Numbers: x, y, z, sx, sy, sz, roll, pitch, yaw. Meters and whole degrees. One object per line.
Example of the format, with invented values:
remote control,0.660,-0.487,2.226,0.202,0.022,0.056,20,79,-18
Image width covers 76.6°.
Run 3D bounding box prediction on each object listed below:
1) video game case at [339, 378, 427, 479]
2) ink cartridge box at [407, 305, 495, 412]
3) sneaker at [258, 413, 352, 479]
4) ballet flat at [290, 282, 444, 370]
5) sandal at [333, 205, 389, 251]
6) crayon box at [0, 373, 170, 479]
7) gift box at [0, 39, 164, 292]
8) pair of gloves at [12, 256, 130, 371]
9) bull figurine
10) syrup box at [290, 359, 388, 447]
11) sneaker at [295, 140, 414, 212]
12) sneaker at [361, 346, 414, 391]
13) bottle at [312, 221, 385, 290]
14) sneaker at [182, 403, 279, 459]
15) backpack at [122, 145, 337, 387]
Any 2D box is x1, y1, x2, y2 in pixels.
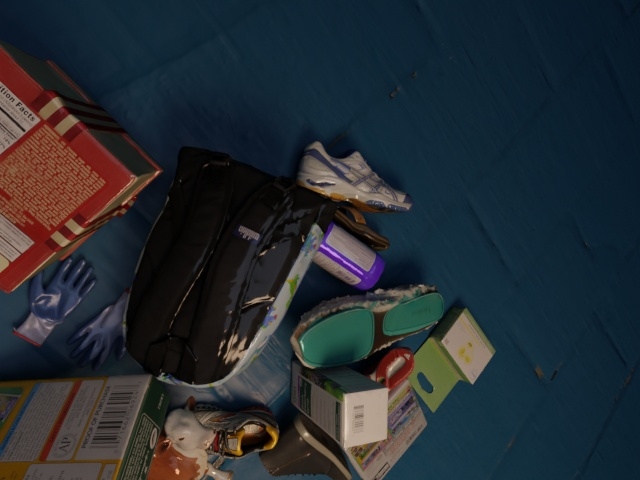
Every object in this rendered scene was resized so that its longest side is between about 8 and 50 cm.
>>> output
video game case,0.156,0.450,0.946,0.212,0.023,0.193,-39,124,-21
ink cartridge box,0.338,0.313,1.055,0.235,0.056,0.171,-44,108,-23
sneaker,-0.029,0.468,0.866,0.118,0.083,0.222,-38,115,-1
ballet flat,0.094,0.174,0.888,0.410,0.147,0.146,-6,92,-33
sandal,0.071,-0.041,0.911,0.220,0.090,0.060,25,69,-23
crayon box,-0.400,0.301,0.560,0.324,0.203,0.083,-4,134,5
gift box,-0.421,-0.101,0.579,0.277,0.258,0.255,-38,108,-2
pair of gloves,-0.412,0.127,0.702,0.198,0.023,0.159,38,71,-22
bull figurine,-0.269,0.397,0.676,0.311,0.101,0.188,-34,106,10
syrup box,0.027,0.304,0.796,0.097,0.237,0.093,3,87,-27
sneaker,0.092,-0.138,0.910,0.297,0.112,0.130,11,84,-27
sneaker,0.133,0.326,0.935,0.221,0.128,0.087,-38,73,11
bottle,0.000,0.000,0.855,0.283,0.118,0.092,35,76,-16
sneaker,-0.185,0.363,0.767,0.226,0.093,0.087,3,88,-21
backpack,-0.167,0.070,0.690,0.291,0.273,0.355,19,68,2
